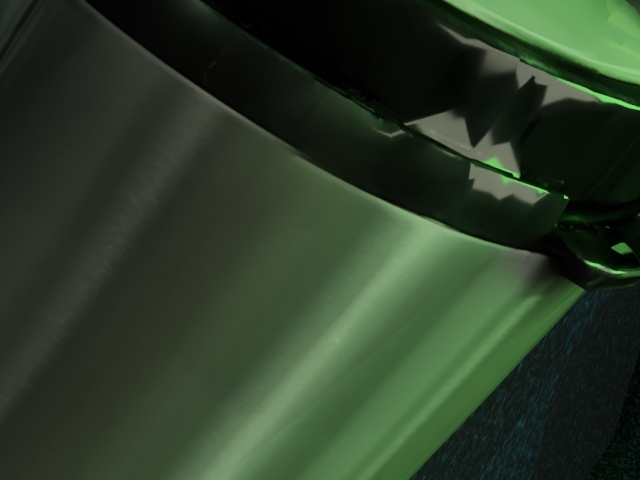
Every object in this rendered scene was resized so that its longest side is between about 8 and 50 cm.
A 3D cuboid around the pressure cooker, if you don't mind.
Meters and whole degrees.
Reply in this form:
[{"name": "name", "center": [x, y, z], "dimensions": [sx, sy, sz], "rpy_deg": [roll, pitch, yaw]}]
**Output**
[{"name": "pressure cooker", "center": [-0.046, -0.071, 0.643], "dimensions": [0.370, 0.375, 0.420], "rpy_deg": [12, 127, -41]}]
